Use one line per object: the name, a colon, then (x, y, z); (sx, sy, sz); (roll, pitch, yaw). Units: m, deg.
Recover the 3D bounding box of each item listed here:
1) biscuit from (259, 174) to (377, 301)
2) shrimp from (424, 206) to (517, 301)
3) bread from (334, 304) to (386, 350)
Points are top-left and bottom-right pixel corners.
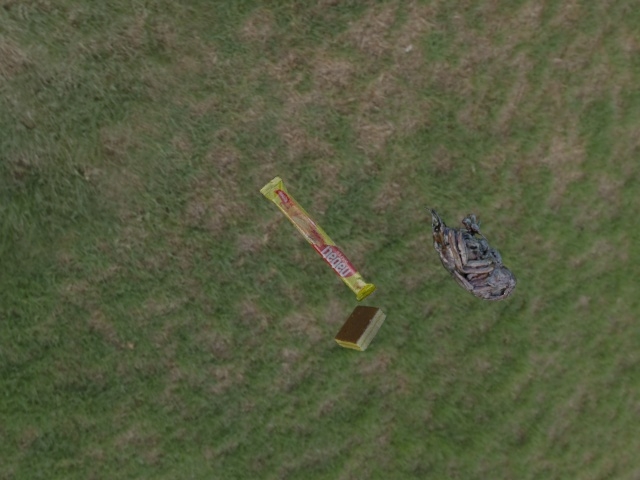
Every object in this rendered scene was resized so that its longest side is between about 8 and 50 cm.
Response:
biscuit: (0.000, 0.000, 1.234); (0.048, 0.026, 0.292); (-39, 104, 10)
shrimp: (0.191, 0.018, 0.851); (0.073, 0.075, 0.190); (-38, 115, 13)
bread: (0.083, 0.181, 1.386); (0.035, 0.090, 0.094); (45, 68, -22)
